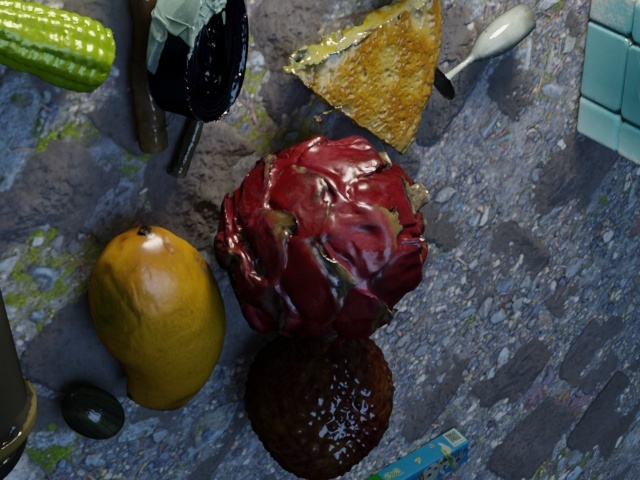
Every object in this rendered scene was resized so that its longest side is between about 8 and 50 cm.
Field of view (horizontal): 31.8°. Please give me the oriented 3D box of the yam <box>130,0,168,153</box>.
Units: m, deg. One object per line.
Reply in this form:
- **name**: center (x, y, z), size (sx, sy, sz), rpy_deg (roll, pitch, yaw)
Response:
- **yam**: center (-0.229, -0.266, 1.455), size (0.045, 0.045, 0.327), rpy_deg (-2, 123, -5)

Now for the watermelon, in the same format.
- **watermelon**: center (-0.342, 0.258, 1.686), size (0.078, 0.078, 0.110), rpy_deg (-52, 134, 0)

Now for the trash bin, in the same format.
- **trash bin**: center (-0.474, 0.183, 1.429), size (0.214, 0.214, 0.334), rpy_deg (-18, 123, -31)

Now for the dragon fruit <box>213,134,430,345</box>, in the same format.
- **dragon fruit**: center (0.000, 0.003, 1.645), size (0.329, 0.329, 0.329), rpy_deg (-22, 130, -28)

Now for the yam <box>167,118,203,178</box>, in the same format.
- **yam**: center (-0.183, -0.150, 1.582), size (0.033, 0.027, 0.129), rpy_deg (3, 114, -43)

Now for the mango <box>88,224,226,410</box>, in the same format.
- **mango**: center (-0.231, 0.116, 1.642), size (0.187, 0.144, 0.359), rpy_deg (-24, 138, -11)

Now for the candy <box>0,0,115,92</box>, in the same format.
- **candy**: center (-0.346, -0.240, 1.337), size (0.209, 0.097, 0.097), rpy_deg (12, 109, -42)

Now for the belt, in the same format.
- **belt**: center (-0.161, -0.253, 1.463), size (0.151, 0.078, 0.198), rpy_deg (-37, 140, -52)

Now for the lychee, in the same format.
- **lychee**: center (0.000, 0.266, 1.869), size (0.260, 0.260, 0.260), rpy_deg (-22, 130, -28)

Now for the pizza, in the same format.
- **pizza**: center (0.060, -0.269, 1.681), size (0.287, 0.075, 0.280), rpy_deg (1, 113, -39)

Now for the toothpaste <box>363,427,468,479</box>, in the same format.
- **toothpaste**: center (0.189, 0.478, 2.307), size (0.266, 0.050, 0.065), rpy_deg (-25, 134, -25)

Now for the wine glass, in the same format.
- **wine glass**: center (0.269, -0.311, 1.831), size (0.198, 0.066, 0.066), rpy_deg (-38, 136, -15)

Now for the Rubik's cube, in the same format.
- **Rubik's cube**: center (0.687, -0.314, 2.000), size (0.319, 0.316, 0.322), rpy_deg (-23, 132, -27)
